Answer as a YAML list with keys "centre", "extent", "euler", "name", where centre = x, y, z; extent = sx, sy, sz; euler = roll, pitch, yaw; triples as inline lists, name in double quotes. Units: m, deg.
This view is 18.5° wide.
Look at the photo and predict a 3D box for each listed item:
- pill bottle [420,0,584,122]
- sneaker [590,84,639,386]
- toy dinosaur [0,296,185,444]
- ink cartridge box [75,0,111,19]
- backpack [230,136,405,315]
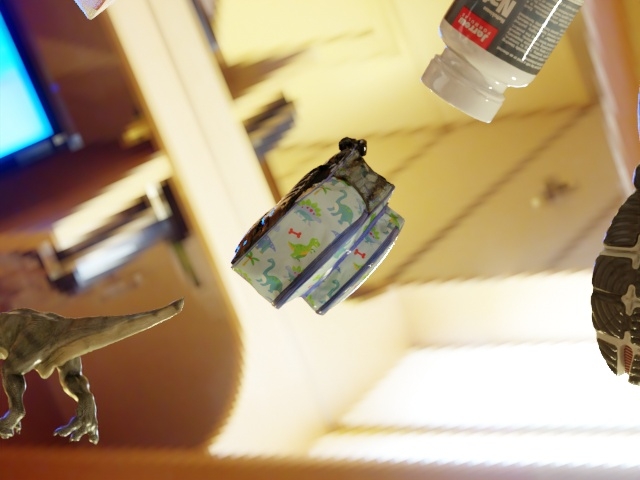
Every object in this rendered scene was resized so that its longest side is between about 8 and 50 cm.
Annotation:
- centre: [0.176, -0.208, 1.873]
  extent: [0.180, 0.108, 0.108]
  euler: [-58, -168, 14]
  name: "pill bottle"
- centre: [0.283, -0.024, 1.445]
  extent: [0.107, 0.279, 0.118]
  euler: [21, -165, 30]
  name: "sneaker"
- centre: [-0.227, 0.107, 1.643]
  extent: [0.268, 0.118, 0.064]
  euler: [-5, 162, 39]
  name: "toy dinosaur"
- centre: [-0.123, -0.255, 1.502]
  extent: [0.175, 0.072, 0.127]
  euler: [-38, -173, -10]
  name: "ink cartridge box"
- centre: [0.000, 0.000, 1.381]
  extent: [0.105, 0.084, 0.114]
  euler: [-45, 178, 35]
  name: "backpack"
